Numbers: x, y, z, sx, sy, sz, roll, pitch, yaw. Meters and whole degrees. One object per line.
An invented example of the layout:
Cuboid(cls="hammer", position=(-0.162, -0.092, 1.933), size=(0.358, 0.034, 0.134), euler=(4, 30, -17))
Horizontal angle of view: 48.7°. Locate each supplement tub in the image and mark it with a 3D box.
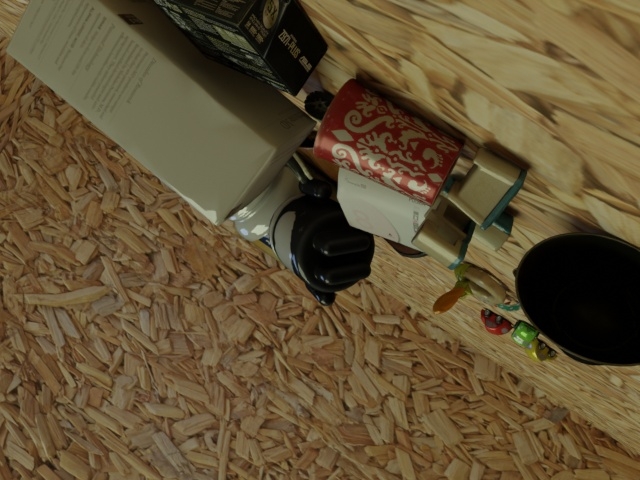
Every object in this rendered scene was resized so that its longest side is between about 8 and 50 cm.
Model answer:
Cuboid(cls="supplement tub", position=(-0.058, -0.059, 1.661), size=(0.316, 0.228, 0.228), euler=(36, 174, -25))

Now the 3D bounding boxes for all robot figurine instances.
Cuboid(cls="robot figurine", position=(-0.002, 0.002, 1.419), size=(0.173, 0.209, 0.278), euler=(32, -178, -28))

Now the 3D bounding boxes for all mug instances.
Cuboid(cls="mug", position=(0.099, -0.133, 0.930), size=(0.169, 0.150, 0.113), euler=(28, 137, 10))

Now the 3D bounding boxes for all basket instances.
Cuboid(cls="basket", position=(0.375, 0.097, 0.968), size=(0.204, 0.154, 0.227), euler=(27, 176, 23))

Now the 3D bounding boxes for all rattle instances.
Cuboid(cls="rattle", position=(0.358, 0.152, 1.597), size=(0.130, 0.143, 0.200), euler=(5, 151, 38))

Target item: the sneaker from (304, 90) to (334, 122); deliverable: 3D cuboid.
Cuboid(cls="sneaker", position=(0.038, -0.178, 1.075), size=(0.135, 0.052, 0.058), euler=(40, -175, 6))

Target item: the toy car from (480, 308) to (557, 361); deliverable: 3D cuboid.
Cuboid(cls="toy car", position=(0.533, 0.258, 1.898), size=(0.239, 0.053, 0.225), euler=(32, 174, 13))

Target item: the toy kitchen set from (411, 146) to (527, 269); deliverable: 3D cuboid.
Cuboid(cls="toy kitchen set", position=(0.229, -0.052, 0.953), size=(0.122, 0.166, 0.207), euler=(34, -149, 2))

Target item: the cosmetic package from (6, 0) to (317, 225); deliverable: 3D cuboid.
Cuboid(cls="cosmetic package", position=(-0.215, -0.218, 1.020), size=(0.385, 0.156, 0.217), euler=(38, -156, -2))

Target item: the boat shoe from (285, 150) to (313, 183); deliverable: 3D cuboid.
Cuboid(cls="boat shoe", position=(-0.105, -0.186, 1.401), size=(0.233, 0.079, 0.084), euler=(44, -178, 15))

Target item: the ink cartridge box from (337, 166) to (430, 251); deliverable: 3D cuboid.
Cuboid(cls="ink cartridge box", position=(0.108, -0.075, 1.161), size=(0.189, 0.066, 0.232), euler=(22, 162, 29))

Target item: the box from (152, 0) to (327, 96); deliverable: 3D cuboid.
Cuboid(cls="box", position=(-0.103, -0.272, 0.870), size=(0.180, 0.078, 0.147), euler=(30, 174, 34))

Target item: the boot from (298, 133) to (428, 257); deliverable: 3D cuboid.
Cuboid(cls="boot", position=(0.096, -0.101, 1.336), size=(0.280, 0.096, 0.264), euler=(47, 175, -35))

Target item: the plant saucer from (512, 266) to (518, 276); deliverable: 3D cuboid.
Cuboid(cls="plant saucer", position=(0.420, 0.089, 1.193), size=(0.198, 0.036, 0.198), euler=(34, 174, 4))
